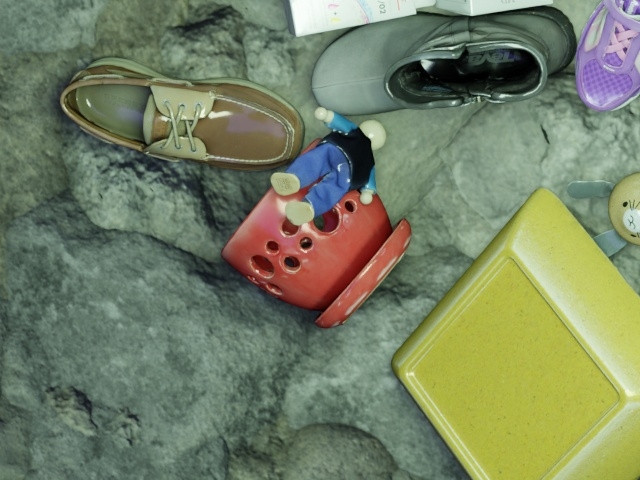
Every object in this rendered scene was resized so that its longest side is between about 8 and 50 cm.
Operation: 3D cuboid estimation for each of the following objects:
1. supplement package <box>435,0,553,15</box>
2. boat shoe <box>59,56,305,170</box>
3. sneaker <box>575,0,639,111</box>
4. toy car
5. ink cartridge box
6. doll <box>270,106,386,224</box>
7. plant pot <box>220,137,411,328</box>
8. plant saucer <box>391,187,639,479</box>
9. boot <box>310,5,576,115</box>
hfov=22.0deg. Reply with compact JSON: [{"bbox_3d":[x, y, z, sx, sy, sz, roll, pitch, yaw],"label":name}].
[{"bbox_3d":[0.187,-0.349,1.833,0.105,0.105,0.179,-11,105,-16],"label":"supplement package"},{"bbox_3d":[-0.180,-0.147,2.062,0.324,0.116,0.123,11,110,20],"label":"boat shoe"},{"bbox_3d":[0.345,-0.246,1.819,0.095,0.104,0.236,30,116,11],"label":"sneaker"},{"bbox_3d":[0.371,-0.030,1.862,0.188,0.149,0.155,-6,110,36],"label":"toy car"},{"bbox_3d":[0.046,-0.304,1.904,0.181,0.061,0.104,-12,102,-8],"label":"ink cartridge box"},{"bbox_3d":[0.019,-0.094,1.904,0.046,0.189,0.129,-14,107,43],"label":"doll"},{"bbox_3d":[0.000,0.000,1.996,0.174,0.191,0.191,41,117,-2],"label":"plant pot"},{"bbox_3d":[0.241,0.165,1.926,0.332,0.081,0.333,53,124,24],"label":"plant saucer"},{"bbox_3d":[0.110,-0.197,1.865,0.338,0.223,0.118,-12,101,25],"label":"boot"}]
